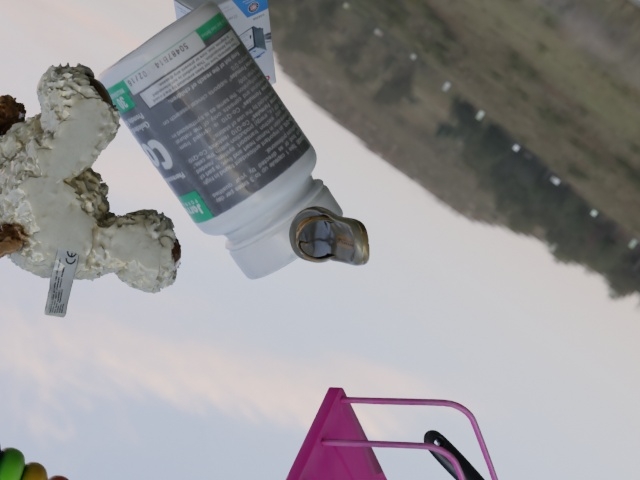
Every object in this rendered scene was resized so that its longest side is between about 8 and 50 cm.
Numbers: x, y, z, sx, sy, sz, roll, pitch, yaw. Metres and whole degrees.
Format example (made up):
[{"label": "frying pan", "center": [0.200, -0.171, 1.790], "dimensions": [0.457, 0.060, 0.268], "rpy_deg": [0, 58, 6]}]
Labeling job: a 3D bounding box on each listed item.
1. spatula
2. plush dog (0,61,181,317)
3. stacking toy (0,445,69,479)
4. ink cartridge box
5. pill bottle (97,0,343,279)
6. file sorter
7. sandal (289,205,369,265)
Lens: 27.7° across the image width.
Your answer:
[{"label": "spatula", "center": [0.235, 0.339, 1.584], "dimensions": [0.296, 0.030, 0.084], "rpy_deg": [42, -126, 4]}, {"label": "plush dog", "center": [-0.296, -0.040, 1.387], "dimensions": [0.262, 0.210, 0.225], "rpy_deg": [65, 162, -16]}, {"label": "stacking toy", "center": [-0.401, 0.318, 1.632], "dimensions": [0.330, 0.141, 0.141], "rpy_deg": [29, -165, -15]}, {"label": "ink cartridge box", "center": [-0.157, -0.332, 2.164], "dimensions": [0.139, 0.191, 0.082], "rpy_deg": [-30, -137, -27]}, {"label": "pill bottle", "center": [-0.135, -0.137, 1.839], "dimensions": [0.361, 0.204, 0.204], "rpy_deg": [55, -170, -12]}, {"label": "file sorter", "center": [0.073, 0.340, 1.462], "dimensions": [0.291, 0.182, 0.202], "rpy_deg": [-62, -41, -43]}, {"label": "sandal", "center": [0.000, 0.000, 1.564], "dimensions": [0.049, 0.072, 0.180], "rpy_deg": [-14, -168, -25]}]
